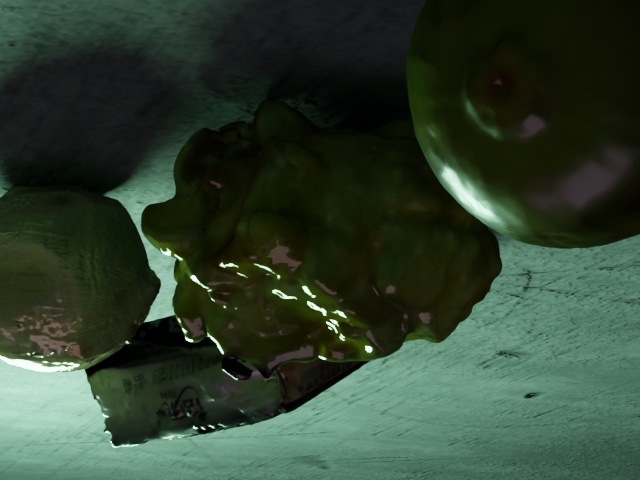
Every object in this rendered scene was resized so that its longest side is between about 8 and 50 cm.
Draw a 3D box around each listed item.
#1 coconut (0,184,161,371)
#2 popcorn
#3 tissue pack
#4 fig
[{"bbox_3d":[-0.242,0.036,1.312,0.194,0.194,0.194,0,161,0],"label":"coconut"},{"bbox_3d":[0.000,0.000,1.155,0.286,0.215,0.252,-16,159,31],"label":"popcorn"},{"bbox_3d":[-0.050,0.102,1.450,0.245,0.123,0.332,-17,-178,33],"label":"tissue pack"},{"bbox_3d":[0.170,-0.091,0.903,0.207,0.207,0.230,-12,157,32],"label":"fig"}]
